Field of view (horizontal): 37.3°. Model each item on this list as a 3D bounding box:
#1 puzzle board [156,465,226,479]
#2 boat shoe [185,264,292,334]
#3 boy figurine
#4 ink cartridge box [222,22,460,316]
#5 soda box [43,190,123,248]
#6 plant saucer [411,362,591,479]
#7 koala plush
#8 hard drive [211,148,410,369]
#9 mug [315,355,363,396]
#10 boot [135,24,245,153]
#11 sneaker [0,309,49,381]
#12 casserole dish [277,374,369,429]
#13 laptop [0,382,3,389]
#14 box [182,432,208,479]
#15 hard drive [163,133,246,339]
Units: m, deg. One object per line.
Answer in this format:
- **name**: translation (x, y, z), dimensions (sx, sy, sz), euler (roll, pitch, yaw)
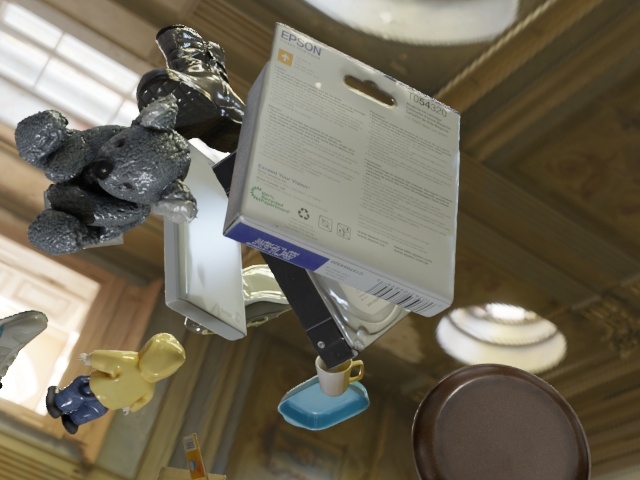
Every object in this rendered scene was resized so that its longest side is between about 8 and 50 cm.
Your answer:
- **puzzle board**: translation (-0.249, 0.471, 1.763), dimensions (0.096, 0.128, 0.011), euler (-75, 168, -49)
- **boat shoe**: translation (-0.141, 0.119, 1.862), dimensions (0.109, 0.305, 0.091), euler (44, -60, 28)
- **boy figurine**: translation (-0.398, 0.267, 1.847), dimensions (0.285, 0.177, 0.092), euler (-30, -145, 8)
- **ink cartridge box**: translation (0.043, -0.096, 1.296), dimensions (0.071, 0.324, 0.330), euler (-40, -146, 48)
- **soda box**: translation (-0.519, -0.048, 2.097), dimensions (0.286, 0.098, 0.091), euler (69, 14, -82)
- **plant saucer**: translation (0.307, 0.357, 1.608), dimensions (0.311, 0.310, 0.050), euler (-53, 161, 21)
- **koala plush**: translation (-0.255, -0.095, 1.258), dimensions (0.221, 0.203, 0.196), euler (-15, -97, 37)
- **hard drive**: translation (0.000, 0.000, 1.426), dimensions (0.064, 0.339, 0.237), euler (-32, 177, 31)
- **mug**: translation (0.030, 0.233, 1.618), dimensions (0.062, 0.078, 0.064), euler (-62, 156, -55)
- **boot**: translation (-0.248, -0.290, 1.680), dimensions (0.118, 0.338, 0.223), euler (-29, -108, 14)
- **sneaker**: translation (-0.470, 0.179, 1.311), dimensions (0.228, 0.092, 0.087), euler (-36, 178, -28)
- **casserole dish**: translation (0.006, 0.289, 1.729), dimensions (0.188, 0.114, 0.037), euler (-33, -146, 38)
- **laptop**: translation (-0.647, 0.168, 1.424), dimensions (0.264, 0.234, 0.136), euler (-29, -160, -1)
- **box**: translation (-0.211, 0.398, 1.637), dimensions (0.136, 0.028, 0.081), euler (92, -18, -56)
- **hard drive**: translation (-0.198, -0.005, 1.613), dimensions (0.040, 0.203, 0.308), euler (-18, -119, 21)
